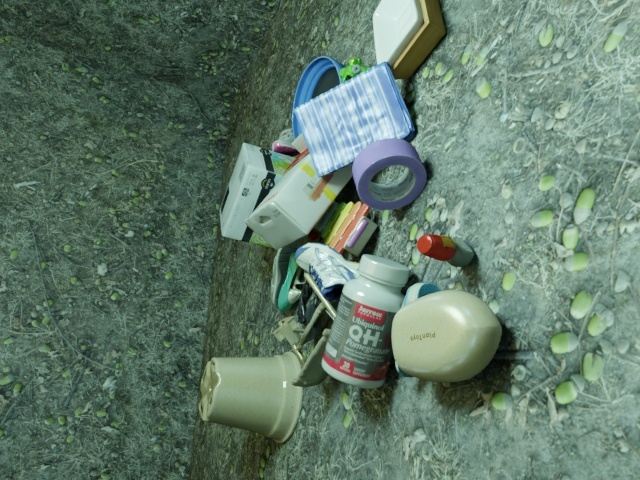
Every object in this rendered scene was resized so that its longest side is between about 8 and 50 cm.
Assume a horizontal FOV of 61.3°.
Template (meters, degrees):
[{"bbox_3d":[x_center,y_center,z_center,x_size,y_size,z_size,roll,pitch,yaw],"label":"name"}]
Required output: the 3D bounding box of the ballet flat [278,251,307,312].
[{"bbox_3d":[-0.098,0.168,2.080,0.087,0.083,0.247,18,95,37],"label":"ballet flat"}]

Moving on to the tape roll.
[{"bbox_3d":[0.185,-0.177,1.462,0.189,0.189,0.080,-59,29,37],"label":"tape roll"}]

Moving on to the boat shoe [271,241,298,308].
[{"bbox_3d":[-0.140,0.114,2.164,0.103,0.118,0.320,23,107,63],"label":"boat shoe"}]

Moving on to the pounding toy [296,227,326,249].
[{"bbox_3d":[0.000,0.000,1.901,0.100,0.141,0.130,-37,60,58],"label":"pounding toy"}]

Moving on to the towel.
[{"bbox_3d":[0.095,-0.359,1.626,0.336,0.040,0.243,-22,86,24],"label":"towel"}]

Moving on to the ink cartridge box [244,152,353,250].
[{"bbox_3d":[-0.050,-0.173,1.832,0.384,0.160,0.279,-53,13,-26],"label":"ink cartridge box"}]

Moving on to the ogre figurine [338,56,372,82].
[{"bbox_3d":[0.140,-0.571,1.868,0.096,0.118,0.197,-68,25,22],"label":"ogre figurine"}]

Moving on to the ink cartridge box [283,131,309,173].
[{"bbox_3d":[-0.031,-0.367,1.870,0.239,0.060,0.275,-50,11,-26],"label":"ink cartridge box"}]

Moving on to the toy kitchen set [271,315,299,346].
[{"bbox_3d":[-0.106,0.285,1.648,0.083,0.068,0.075,-38,7,-29],"label":"toy kitchen set"}]

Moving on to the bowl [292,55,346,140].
[{"bbox_3d":[0.010,-0.508,2.099,0.391,0.077,0.391,-4,86,60],"label":"bowl"}]

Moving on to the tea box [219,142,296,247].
[{"bbox_3d":[-0.205,-0.168,2.188,0.220,0.324,0.329,-110,39,-54],"label":"tea box"}]

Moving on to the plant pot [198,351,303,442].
[{"bbox_3d":[-0.269,0.558,1.977,0.334,0.306,0.333,-43,41,53],"label":"plant pot"}]

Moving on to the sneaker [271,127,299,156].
[{"bbox_3d":[-0.141,-0.416,2.282,0.103,0.252,0.111,-19,92,21],"label":"sneaker"}]

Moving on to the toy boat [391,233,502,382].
[{"bbox_3d":[0.276,0.141,1.160,0.267,0.148,0.318,-15,68,50],"label":"toy boat"}]

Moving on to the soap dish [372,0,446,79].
[{"bbox_3d":[0.262,-0.651,1.626,0.229,0.118,0.290,132,143,-50],"label":"soap dish"}]

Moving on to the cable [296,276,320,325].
[{"bbox_3d":[-0.040,0.218,1.974,0.150,0.047,0.184,-152,74,-72],"label":"cable"}]

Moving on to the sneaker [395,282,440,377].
[{"bbox_3d":[0.230,0.215,1.300,0.092,0.087,0.228,168,119,-75],"label":"sneaker"}]

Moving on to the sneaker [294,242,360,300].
[{"bbox_3d":[0.024,0.103,1.582,0.296,0.131,0.111,21,141,32],"label":"sneaker"}]

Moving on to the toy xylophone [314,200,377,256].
[{"bbox_3d":[0.064,-0.018,1.734,0.236,0.081,0.323,-61,24,-6],"label":"toy xylophone"}]

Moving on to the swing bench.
[{"bbox_3d":[0.005,0.282,1.682,0.253,0.165,0.254,-60,33,34],"label":"swing bench"}]

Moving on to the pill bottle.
[{"bbox_3d":[0.126,0.205,1.410,0.176,0.176,0.318,-146,70,-66],"label":"pill bottle"}]
